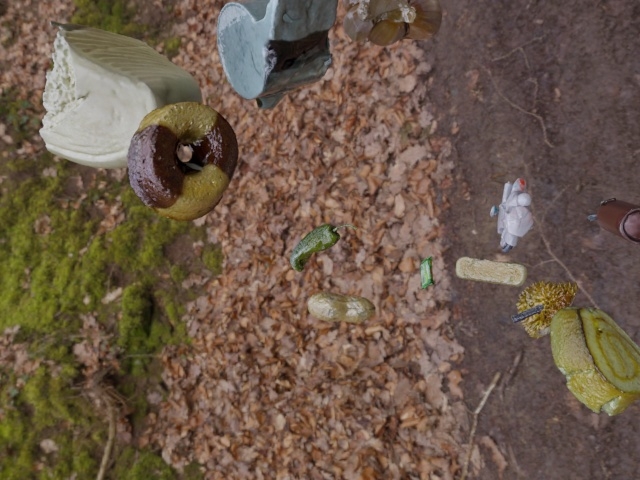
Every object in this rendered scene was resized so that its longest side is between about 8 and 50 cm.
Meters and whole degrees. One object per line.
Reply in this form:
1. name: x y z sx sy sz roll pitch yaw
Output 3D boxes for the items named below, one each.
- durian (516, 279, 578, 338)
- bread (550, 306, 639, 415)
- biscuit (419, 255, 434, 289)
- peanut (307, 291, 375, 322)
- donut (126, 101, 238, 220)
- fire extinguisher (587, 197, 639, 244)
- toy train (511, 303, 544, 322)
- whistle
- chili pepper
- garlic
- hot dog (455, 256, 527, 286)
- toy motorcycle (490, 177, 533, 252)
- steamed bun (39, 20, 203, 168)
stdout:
1. durian: 0.652 0.188 1.371 0.137 0.250 0.183 20 74 32
2. bread: 0.666 0.276 1.129 0.124 0.185 0.257 114 152 -44
3. biscuit: 0.277 0.086 1.228 0.046 0.016 0.089 -45 32 46
4. peanut: 0.051 0.169 1.186 0.080 0.174 0.080 3 -90 -80
5. donut: -0.201 -0.126 0.718 0.073 0.166 0.184 -11 46 53
6. fire extinguisher: 0.813 -0.059 1.280 0.269 0.104 0.105 -37 -41 -72
7. toy train: 0.535 0.189 1.214 0.083 0.017 0.017 -28 49 17
8. whistle: -0.063 -0.414 0.916 0.404 0.168 0.189 -20 95 59
9. chili pepper: 0.001 0.001 1.274 0.204 0.072 0.073 -37 84 10
10. garlic: 0.155 -0.527 1.053 0.191 0.213 0.160 -124 27 -77
11. hot dog: 0.602 0.110 1.664 0.242 0.073 0.084 6 84 31
12. toy motorcycle: 0.627 -0.093 1.511 0.171 0.109 0.261 101 -172 -59
13. steamed bun: -0.409 -0.259 0.981 0.272 0.273 0.290 -61 -6 29
